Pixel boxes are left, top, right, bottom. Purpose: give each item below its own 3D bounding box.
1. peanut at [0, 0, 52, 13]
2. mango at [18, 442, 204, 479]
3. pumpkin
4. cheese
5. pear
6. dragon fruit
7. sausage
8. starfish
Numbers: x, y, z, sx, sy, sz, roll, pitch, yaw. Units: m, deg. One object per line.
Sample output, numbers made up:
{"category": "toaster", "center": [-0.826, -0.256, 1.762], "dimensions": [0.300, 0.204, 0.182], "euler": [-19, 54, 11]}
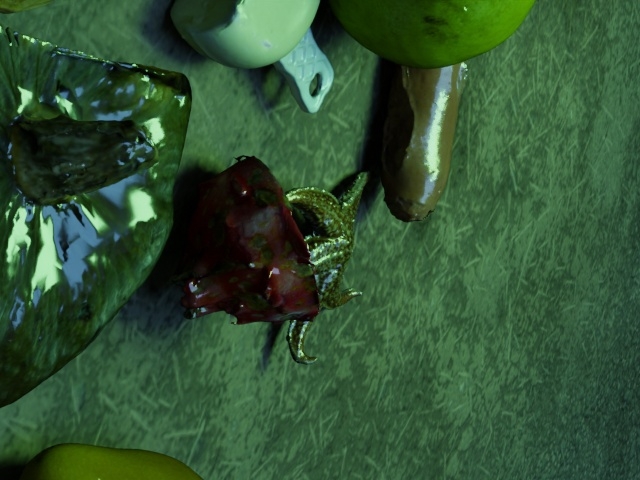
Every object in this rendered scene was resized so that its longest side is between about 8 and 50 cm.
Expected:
{"category": "peanut", "center": [-0.166, -0.203, 0.992], "dimensions": [0.206, 0.087, 0.087], "euler": [-30, 127, -49]}
{"category": "mango", "center": [-0.151, 0.227, 1.179], "dimensions": [0.138, 0.113, 0.253], "euler": [-60, 140, -19]}
{"category": "pumpkin", "center": [-0.201, -0.011, 0.860], "dimensions": [0.325, 0.242, 0.232], "euler": [-3, 96, -55]}
{"category": "cheese", "center": [-0.035, -0.209, 1.225], "dimensions": [0.249, 0.070, 0.163], "euler": [22, 84, -60]}
{"category": "pear", "center": [0.094, -0.258, 1.292], "dimensions": [0.269, 0.212, 0.212], "euler": [33, 74, -63]}
{"category": "dragon fruit", "center": [-0.079, 0.011, 1.231], "dimensions": [0.111, 0.153, 0.153], "euler": [-20, 126, -17]}
{"category": "sausage", "center": [0.108, -0.180, 1.479], "dimensions": [0.087, 0.079, 0.327], "euler": [-59, 157, -80]}
{"category": "starfish", "center": [0.007, 0.003, 1.409], "dimensions": [0.238, 0.057, 0.213], "euler": [-54, 151, -32]}
